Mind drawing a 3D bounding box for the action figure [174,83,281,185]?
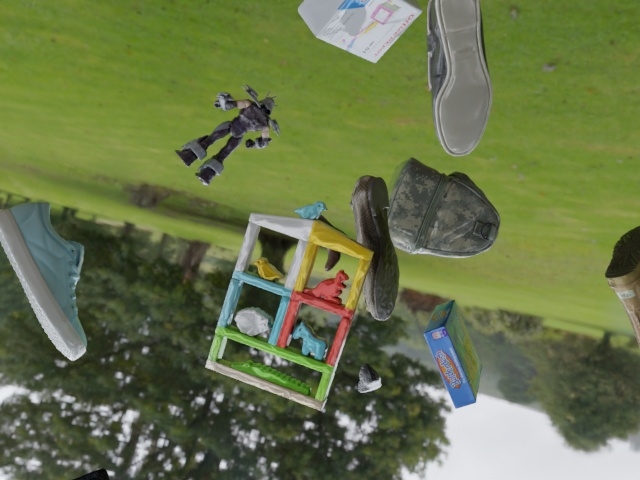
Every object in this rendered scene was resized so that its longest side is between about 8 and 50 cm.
[{"bbox_3d":[-0.220,-0.272,1.842,0.185,0.285,0.099,51,176,-25],"label":"action figure"}]

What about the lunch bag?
[{"bbox_3d":[0.272,-0.057,1.737,0.256,0.212,0.305,23,-179,0],"label":"lunch bag"}]

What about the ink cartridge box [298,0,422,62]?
[{"bbox_3d":[0.049,-0.269,0.864,0.122,0.088,0.052,3,-131,-53],"label":"ink cartridge box"}]

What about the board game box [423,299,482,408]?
[{"bbox_3d":[0.270,0.222,1.483,0.047,0.160,0.210,-22,-177,18],"label":"board game box"}]

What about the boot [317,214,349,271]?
[{"bbox_3d":[0.000,0.000,1.666,0.114,0.106,0.037,37,154,-22],"label":"boot"}]

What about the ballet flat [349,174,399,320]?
[{"bbox_3d":[0.086,0.013,1.248,0.058,0.249,0.084,2,-164,34],"label":"ballet flat"}]

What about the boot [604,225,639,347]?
[{"bbox_3d":[0.671,0.128,1.487,0.089,0.236,0.269,-11,114,51],"label":"boot"}]

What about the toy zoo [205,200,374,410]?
[{"bbox_3d":[-0.041,0.082,1.101,0.192,0.293,0.030,19,-174,10],"label":"toy zoo"}]

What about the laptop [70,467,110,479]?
[{"bbox_3d":[-0.436,0.529,1.242,0.234,0.264,0.136,-19,-174,-17],"label":"laptop"}]

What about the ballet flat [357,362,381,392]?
[{"bbox_3d":[0.118,0.337,1.799,0.058,0.049,0.173,-16,159,-9],"label":"ballet flat"}]

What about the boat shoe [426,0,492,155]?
[{"bbox_3d":[0.259,-0.332,1.400,0.112,0.335,0.095,-6,-157,0],"label":"boat shoe"}]

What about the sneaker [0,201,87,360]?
[{"bbox_3d":[-0.563,0.072,1.590,0.150,0.365,0.135,-26,175,-25],"label":"sneaker"}]
